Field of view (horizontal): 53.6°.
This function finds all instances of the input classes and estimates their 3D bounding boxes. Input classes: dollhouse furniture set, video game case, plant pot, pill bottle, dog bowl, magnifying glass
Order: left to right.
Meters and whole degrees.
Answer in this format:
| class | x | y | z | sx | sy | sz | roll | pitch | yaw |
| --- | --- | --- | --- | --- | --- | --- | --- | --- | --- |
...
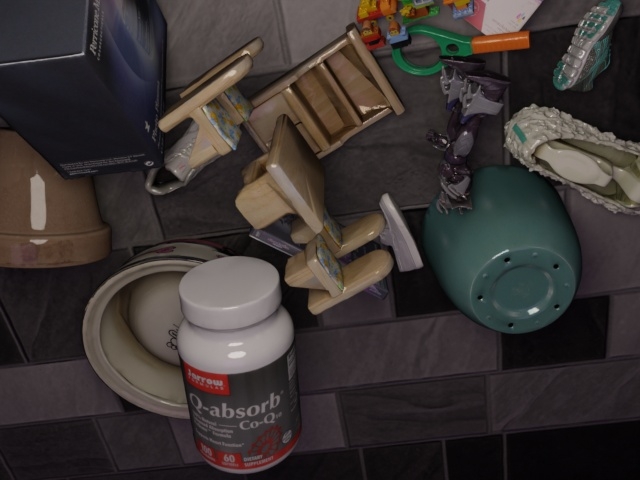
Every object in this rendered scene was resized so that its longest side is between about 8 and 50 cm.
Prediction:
| class | x | y | z | sx | sy | sz | roll | pitch | yaw |
| --- | --- | --- | --- | --- | --- | --- | --- | --- | --- |
| plant pot | -0.516 | -0.086 | 1.155 | 0.263 | 0.263 | 0.229 | 5 | 102 | -2 |
| dog bowl | -0.275 | 0.175 | 1.331 | 0.408 | 0.150 | 0.407 | 0 | 119 | 0 |
| pill bottle | -0.147 | 0.225 | 1.152 | 0.210 | 0.210 | 0.362 | -2 | 119 | 2 |
| dollhouse furniture set | -0.002 | -0.165 | 1.001 | 0.257 | 0.394 | 0.362 | -30 | 114 | 16 |
| video game case | 0.000 | 0.000 | 1.203 | 0.274 | 0.196 | 0.026 | 27 | 113 | -13 |
| magnifying glass | 0.234 | -0.328 | 1.071 | 0.231 | 0.026 | 0.092 | 3 | 140 | 26 |
| plant pot | 0.352 | 0.034 | 1.195 | 0.293 | 0.235 | 0.292 | 0 | 118 | 0 |

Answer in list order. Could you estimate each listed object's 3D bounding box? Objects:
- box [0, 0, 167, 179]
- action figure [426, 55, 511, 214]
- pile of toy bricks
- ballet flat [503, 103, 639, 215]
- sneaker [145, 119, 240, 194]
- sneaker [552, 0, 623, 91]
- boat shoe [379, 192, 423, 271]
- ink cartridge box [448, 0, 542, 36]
| class | x | y | z | sx | sy | sz | roll | pitch | yaw |
| --- | --- | --- | --- | --- | --- | --- | --- | --- | --- |
| box | -0.354 | -0.290 | 0.930 | 0.183 | 0.296 | 0.294 | -7 | 159 | 5 |
| action figure | 0.239 | -0.170 | 1.110 | 0.099 | 0.185 | 0.284 | -1 | 125 | -9 |
| pile of toy bricks | 0.139 | -0.389 | 0.992 | 0.212 | 0.118 | 0.105 | -9 | 149 | 28 |
| ballet flat | 0.525 | -0.121 | 1.167 | 0.409 | 0.147 | 0.146 | 18 | 117 | -9 |
| sneaker | -0.235 | -0.156 | 1.168 | 0.232 | 0.115 | 0.090 | -41 | 111 | 20 |
| sneaker | 0.476 | -0.333 | 1.101 | 0.076 | 0.065 | 0.166 | 12 | 123 | -24 |
| boat shoe | 0.149 | -0.011 | 1.276 | 0.063 | 0.066 | 0.184 | -22 | 125 | 11 |
| ink cartridge box | 0.317 | -0.434 | 1.034 | 0.115 | 0.067 | 0.198 | 30 | 115 | -14 |
